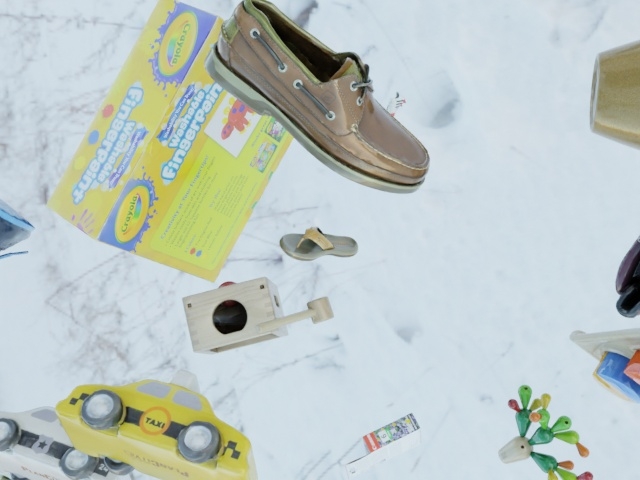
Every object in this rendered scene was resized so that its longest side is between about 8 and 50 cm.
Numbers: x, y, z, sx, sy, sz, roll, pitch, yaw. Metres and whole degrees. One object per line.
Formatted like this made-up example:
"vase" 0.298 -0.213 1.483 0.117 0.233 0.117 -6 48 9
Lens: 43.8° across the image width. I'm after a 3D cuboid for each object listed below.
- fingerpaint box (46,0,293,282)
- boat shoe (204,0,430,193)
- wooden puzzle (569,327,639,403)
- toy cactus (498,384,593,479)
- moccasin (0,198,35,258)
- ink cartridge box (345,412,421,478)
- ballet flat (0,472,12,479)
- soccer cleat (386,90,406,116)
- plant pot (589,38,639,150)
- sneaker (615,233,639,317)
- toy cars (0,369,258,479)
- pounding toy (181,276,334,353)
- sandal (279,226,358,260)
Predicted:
"fingerpaint box" -0.256 -0.180 1.552 0.163 0.371 0.445 29 91 31
"boat shoe" 0.014 -0.166 0.938 0.104 0.307 0.111 -51 16 35
"wooden puzzle" 0.600 0.264 1.320 0.322 0.080 0.348 36 171 -2
"toy cactus" 0.434 0.411 1.610 0.180 0.112 0.219 -43 74 37
"moccasin" -0.496 -0.009 1.151 0.137 0.117 0.342 42 165 -16
"ink cartridge box" 0.083 0.284 1.098 0.063 0.115 0.029 79 165 -55
"ballet flat" -0.394 0.358 1.104 0.408 0.147 0.147 4 99 36
"soccer cleat" 0.165 -0.310 1.837 0.036 0.083 0.029 51 156 -23
"plant pot" 0.531 -0.211 1.158 0.254 0.237 0.237 3 101 13
"sneaker" 0.417 0.057 0.934 0.106 0.162 0.281 43 169 50
"toy cars" -0.206 0.195 0.790 0.393 0.087 0.176 -21 123 42
"pounding toy" -0.089 0.095 1.161 0.181 0.206 0.094 65 -170 -79
"sandal" 0.000 0.000 1.532 0.072 0.180 0.049 56 135 41
